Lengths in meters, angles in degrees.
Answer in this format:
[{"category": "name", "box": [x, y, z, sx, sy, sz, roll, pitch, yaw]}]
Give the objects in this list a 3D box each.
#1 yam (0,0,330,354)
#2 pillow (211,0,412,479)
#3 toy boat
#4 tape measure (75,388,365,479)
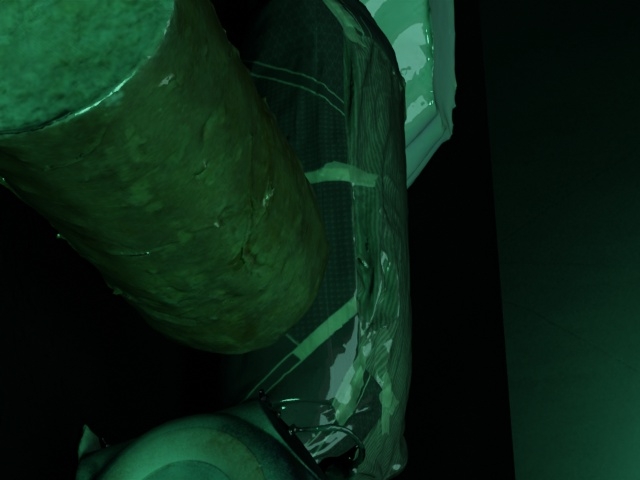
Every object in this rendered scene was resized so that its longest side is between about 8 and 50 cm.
[{"category": "yam", "box": [-0.057, -0.030, 0.627, 0.259, 0.093, 0.093, 60, 27, -68]}, {"category": "pillow", "box": [0.000, 0.000, 0.922, 0.161, 0.092, 0.335, 73, 16, -60]}, {"category": "toy boat", "box": [0.030, -0.129, 1.139, 0.199, 0.100, 0.290, 59, 30, -69]}, {"category": "tape measure", "box": [-0.026, 0.135, 0.674, 0.180, 0.104, 0.107, 70, 15, -54]}]
